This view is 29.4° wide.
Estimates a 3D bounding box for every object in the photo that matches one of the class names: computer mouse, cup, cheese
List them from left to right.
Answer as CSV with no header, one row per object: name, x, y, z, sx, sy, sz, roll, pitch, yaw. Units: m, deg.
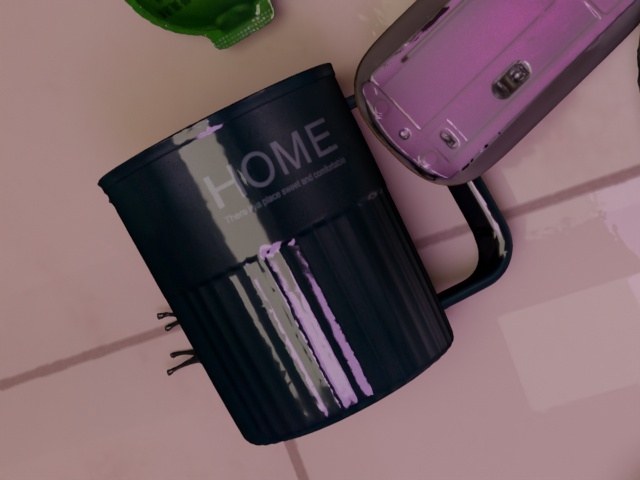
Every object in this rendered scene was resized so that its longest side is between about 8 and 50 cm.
cheese,-0.148,-0.342,1.196,0.204,0.083,0.320,-27,94,24
cup,-0.012,0.005,1.167,0.242,0.308,0.292,-23,95,54
computer mouse,0.170,-0.188,1.094,0.310,0.072,0.158,-44,92,-2

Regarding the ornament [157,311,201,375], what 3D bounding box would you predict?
ornament,-0.112,0.108,1.308,0.125,0.028,0.073,-3,101,22

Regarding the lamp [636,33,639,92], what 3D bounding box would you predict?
lamp,0.325,-0.156,1.063,0.101,0.101,0.250,7,108,18
